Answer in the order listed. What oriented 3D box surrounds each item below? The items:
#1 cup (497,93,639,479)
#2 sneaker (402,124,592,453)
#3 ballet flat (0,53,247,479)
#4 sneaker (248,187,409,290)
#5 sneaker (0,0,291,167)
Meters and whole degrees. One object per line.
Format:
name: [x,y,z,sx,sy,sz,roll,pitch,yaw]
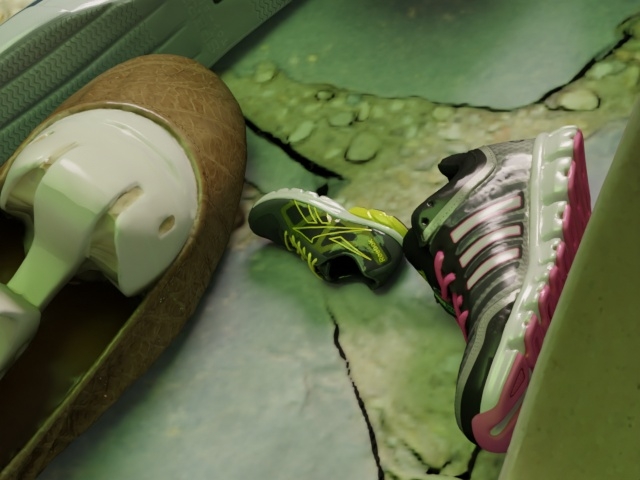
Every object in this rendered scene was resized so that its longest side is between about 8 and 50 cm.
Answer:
cup: [0.176,0.101,0.452,0.237,0.331,0.331,18,57,2]
sneaker: [0.069,0.019,0.702,0.075,0.063,0.170,-3,46,21]
ballet flat: [-0.135,0.033,0.722,0.116,0.124,0.342,36,68,7]
sneaker: [0.000,0.000,0.766,0.083,0.031,0.035,9,57,29]
sneaker: [-0.107,-0.115,0.879,0.258,0.094,0.091,-36,38,-21]
